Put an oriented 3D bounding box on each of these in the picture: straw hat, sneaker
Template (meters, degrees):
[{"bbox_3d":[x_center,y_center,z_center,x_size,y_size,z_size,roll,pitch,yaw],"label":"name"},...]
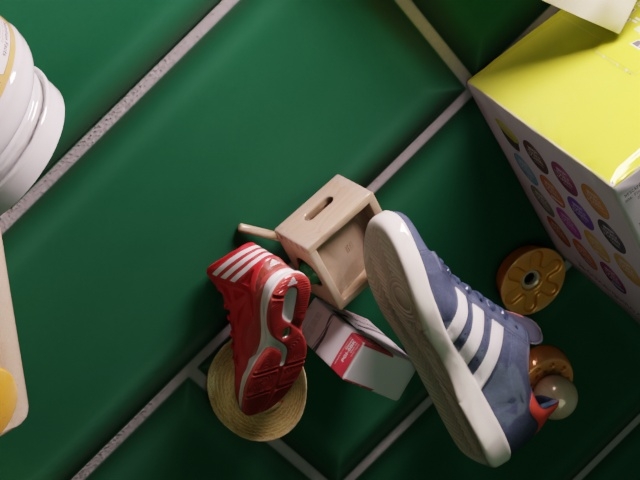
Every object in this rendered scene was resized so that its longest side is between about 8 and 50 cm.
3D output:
[{"bbox_3d":[-0.068,0.177,2.105,0.061,0.144,0.144,-29,142,-66],"label":"straw hat"},{"bbox_3d":[0.177,0.097,2.027,0.148,0.131,0.350,-32,109,-17],"label":"sneaker"},{"bbox_3d":[-0.082,0.097,2.029,0.087,0.128,0.221,-12,131,-39],"label":"sneaker"}]

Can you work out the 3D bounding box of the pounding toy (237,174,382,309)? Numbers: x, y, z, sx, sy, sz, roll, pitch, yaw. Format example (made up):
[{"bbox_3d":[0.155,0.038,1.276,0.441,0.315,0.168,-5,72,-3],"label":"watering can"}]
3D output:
[{"bbox_3d":[0.000,0.000,2.039,0.141,0.100,0.130,-41,129,-16],"label":"pounding toy"}]

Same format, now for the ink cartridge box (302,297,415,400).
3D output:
[{"bbox_3d":[0.044,0.135,2.100,0.099,0.135,0.056,24,100,-37],"label":"ink cartridge box"}]

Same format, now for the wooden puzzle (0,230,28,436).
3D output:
[{"bbox_3d":[-0.436,0.132,1.769,0.348,0.080,0.322,-35,131,-44],"label":"wooden puzzle"}]

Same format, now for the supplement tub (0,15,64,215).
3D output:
[{"bbox_3d":[-0.424,-0.167,1.616,0.228,0.228,0.316,-46,128,1],"label":"supplement tub"}]

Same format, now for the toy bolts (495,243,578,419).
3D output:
[{"bbox_3d":[0.251,0.128,2.194,0.228,0.158,0.218,5,114,-31],"label":"toy bolts"}]

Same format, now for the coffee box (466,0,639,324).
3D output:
[{"bbox_3d":[0.447,-0.120,2.049,0.338,0.337,0.334,-37,126,-5],"label":"coffee box"}]

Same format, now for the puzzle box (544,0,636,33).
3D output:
[{"bbox_3d":[0.226,-0.429,1.880,0.409,0.052,0.272,21,105,-21],"label":"puzzle box"}]
